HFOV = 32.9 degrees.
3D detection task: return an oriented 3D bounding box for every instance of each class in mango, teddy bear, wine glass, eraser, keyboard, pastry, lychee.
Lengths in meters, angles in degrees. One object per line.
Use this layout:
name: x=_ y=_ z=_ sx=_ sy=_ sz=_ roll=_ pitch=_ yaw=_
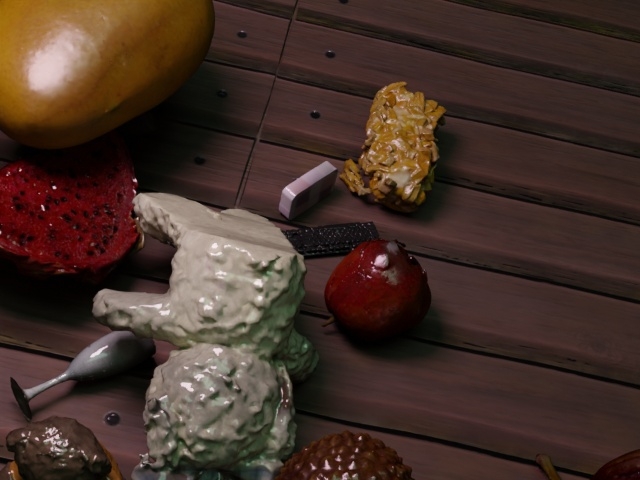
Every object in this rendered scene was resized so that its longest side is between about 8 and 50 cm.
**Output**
mango: x=-0.338 y=-0.297 z=1.606 sx=0.300 sy=0.232 sz=0.446 roll=24 pitch=50 yaw=7
teddy bear: x=-0.159 y=0.154 z=1.473 sx=0.327 sy=0.362 sz=0.375 roll=12 pitch=9 yaw=-27
teddy bear: x=-0.302 y=0.283 z=1.297 sx=0.177 sy=0.190 sz=0.140 roll=12 pitch=56 yaw=6
wine glass: x=-0.316 y=0.173 z=1.469 sx=0.198 sy=0.066 sz=0.066 roll=-24 pitch=59 yaw=-29
eraser: x=-0.019 y=-0.080 z=1.731 sx=0.026 sy=0.065 sz=0.105 roll=40 pitch=54 yaw=22
keyboard: x=0.000 y=0.000 z=1.701 sx=0.195 sy=0.018 sz=0.060 roll=-6 pitch=50 yaw=-16
pastry: x=0.123 y=-0.151 z=1.792 sx=0.154 sy=0.102 sz=0.250 roll=16 pitch=50 yaw=4
lychee: x=0.025 y=0.340 z=1.314 sx=0.200 sy=0.200 sz=0.238 roll=18 pitch=49 yaw=4

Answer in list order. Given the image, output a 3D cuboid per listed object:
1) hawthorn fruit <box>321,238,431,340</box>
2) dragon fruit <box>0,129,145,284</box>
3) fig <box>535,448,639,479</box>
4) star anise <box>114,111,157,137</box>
hawthorn fruit: x=0.076 y=0.081 z=1.583 sx=0.172 sy=0.148 sz=0.148 roll=-37 pitch=62 yaw=-3
dragon fruit: x=-0.384 y=-0.011 z=1.567 sx=0.205 sy=0.152 sz=0.317 roll=50 pitch=42 yaw=6
fig: x=0.398 y=0.352 z=1.387 sx=0.249 sy=0.186 sz=0.204 roll=12 pitch=68 yaw=9
star anise: x=-0.398 y=-0.262 z=1.781 sx=0.315 sy=0.108 sz=0.315 roll=9 pitch=53 yaw=-13
